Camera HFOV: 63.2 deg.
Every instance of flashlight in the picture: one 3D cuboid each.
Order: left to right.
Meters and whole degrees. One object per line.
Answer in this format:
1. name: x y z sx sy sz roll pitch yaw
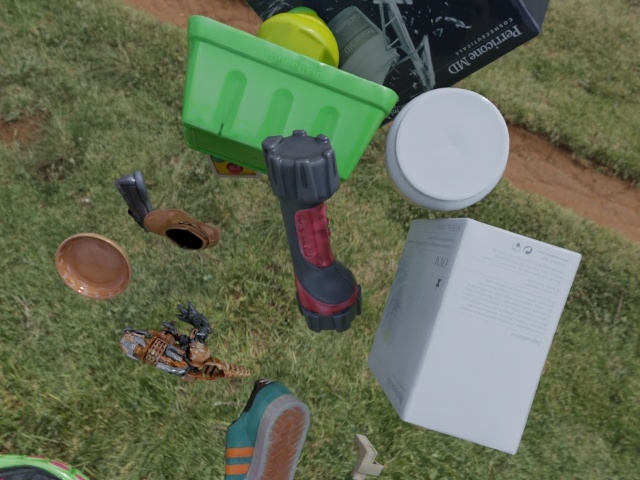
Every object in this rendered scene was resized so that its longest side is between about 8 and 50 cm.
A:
1. flashlight: 0.000 0.000 0.722 0.103 0.304 0.103 -18 43 -12

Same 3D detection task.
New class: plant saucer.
1. plant saucer: -0.598 0.066 1.384 0.200 0.200 0.037 9 27 -2

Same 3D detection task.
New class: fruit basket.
1. fruit basket: -0.055 -0.304 0.964 0.392 0.283 0.392 1 85 -11

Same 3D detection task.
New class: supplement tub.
1. supplement tub: 0.154 -0.110 0.663 0.144 0.199 0.144 0 94 6

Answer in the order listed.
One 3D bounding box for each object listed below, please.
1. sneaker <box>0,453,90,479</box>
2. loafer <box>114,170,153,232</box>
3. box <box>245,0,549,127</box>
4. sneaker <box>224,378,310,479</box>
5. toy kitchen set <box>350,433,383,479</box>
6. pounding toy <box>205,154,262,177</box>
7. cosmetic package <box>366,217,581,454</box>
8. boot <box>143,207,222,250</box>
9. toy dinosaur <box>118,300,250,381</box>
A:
1. sneaker: -0.885 0.711 1.463 0.482 0.185 0.202 7 66 -5
2. loafer: -0.663 -0.132 1.877 0.095 0.302 0.109 -12 57 -14
3. box: 0.153 -0.565 1.126 0.472 0.480 0.297 44 49 -21
4. sneaker: -0.114 0.384 0.893 0.108 0.121 0.302 19 95 -36
5. toy kitchen set: 0.115 0.561 1.340 0.068 0.075 0.083 23 97 -26
6. pounding toy: -0.178 -0.211 1.349 0.206 0.181 0.094 2 62 7
7. cosmetic package: 0.167 0.097 0.644 0.138 0.224 0.225 17 90 -5
8. boot: -0.473 -0.027 1.696 0.283 0.220 0.109 19 100 1
9. toy dinosaur: -0.335 0.287 1.288 0.164 0.218 0.322 -42 114 0
